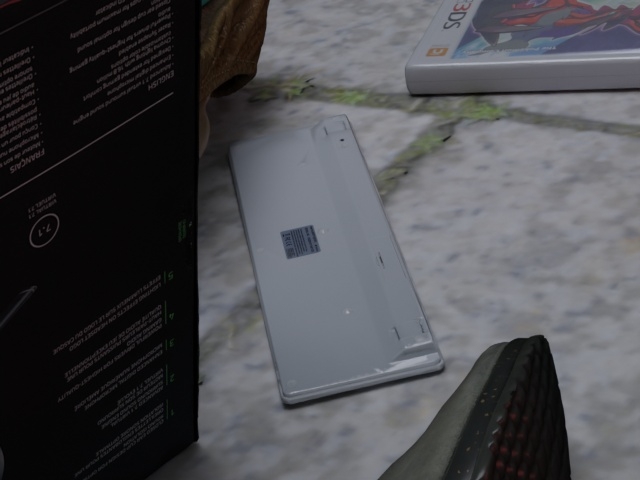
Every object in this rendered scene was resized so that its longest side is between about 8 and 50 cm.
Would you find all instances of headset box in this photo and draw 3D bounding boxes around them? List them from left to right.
[{"bbox_3d":[-0.170,0.024,0.530,0.131,0.283,0.246,34,51,28],"label":"headset box"}]

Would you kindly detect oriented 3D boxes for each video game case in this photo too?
[{"bbox_3d":[0.169,-0.140,0.932,0.201,0.023,0.183,1,32,20],"label":"video game case"}]

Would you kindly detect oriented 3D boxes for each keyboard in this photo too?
[{"bbox_3d":[0.000,0.000,0.768,0.072,0.014,0.256,-18,30,0],"label":"keyboard"}]

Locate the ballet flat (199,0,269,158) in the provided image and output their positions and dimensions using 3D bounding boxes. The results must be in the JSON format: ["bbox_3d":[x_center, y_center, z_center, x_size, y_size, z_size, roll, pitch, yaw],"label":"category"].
[{"bbox_3d":[-0.105,-0.071,0.803,0.116,0.124,0.342,3,22,13],"label":"ballet flat"}]

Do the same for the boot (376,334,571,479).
[{"bbox_3d":[-0.013,0.112,0.517,0.161,0.083,0.246,-3,29,27],"label":"boot"}]
